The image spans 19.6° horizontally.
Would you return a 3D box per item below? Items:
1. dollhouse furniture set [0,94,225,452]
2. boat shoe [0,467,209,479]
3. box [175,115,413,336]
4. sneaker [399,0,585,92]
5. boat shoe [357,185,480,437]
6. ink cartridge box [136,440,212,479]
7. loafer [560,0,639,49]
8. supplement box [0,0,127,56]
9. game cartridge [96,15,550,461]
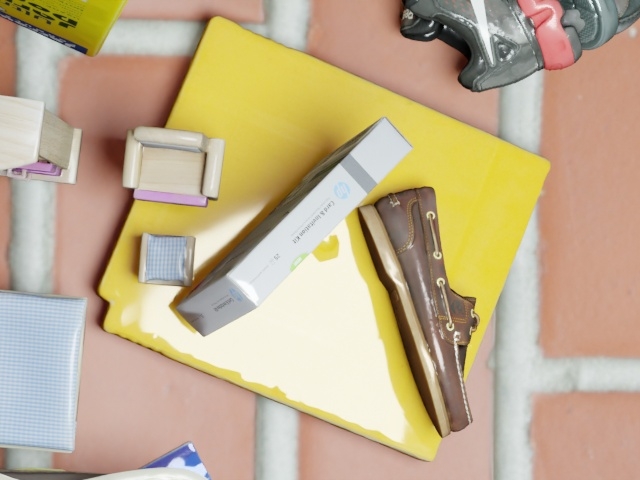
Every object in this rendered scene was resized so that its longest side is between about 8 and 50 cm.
[{"bbox_3d":[-0.235,0.050,1.431,0.286,0.198,0.303,7,88,2],"label":"dollhouse furniture set"},{"bbox_3d":[-0.236,0.231,1.458,0.324,0.097,0.116,-2,74,-6],"label":"boat shoe"},{"bbox_3d":[-0.022,-0.009,1.460,0.038,0.145,0.186,47,67,-5],"label":"box"},{"bbox_3d":[0.106,-0.245,1.580,0.135,0.097,0.276,-31,87,0],"label":"sneaker"},{"bbox_3d":[0.095,0.057,1.536,0.073,0.073,0.207,-18,92,-8],"label":"boat shoe"},{"bbox_3d":[-0.098,0.351,1.547,0.165,0.065,0.333,-29,93,-10],"label":"ink cartridge box"},{"bbox_3d":[0.206,-0.301,1.617,0.084,0.096,0.267,-30,102,-30],"label":"loafer"},{"bbox_3d":[-0.208,-0.281,1.389,0.195,0.356,0.194,23,84,-9],"label":"supplement box"},{"bbox_3d":[0.000,0.000,1.584,0.323,0.052,0.285,23,85,-7],"label":"game cartridge"}]
